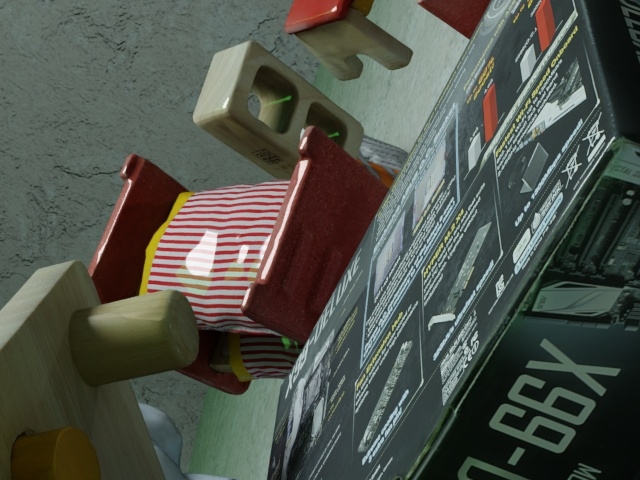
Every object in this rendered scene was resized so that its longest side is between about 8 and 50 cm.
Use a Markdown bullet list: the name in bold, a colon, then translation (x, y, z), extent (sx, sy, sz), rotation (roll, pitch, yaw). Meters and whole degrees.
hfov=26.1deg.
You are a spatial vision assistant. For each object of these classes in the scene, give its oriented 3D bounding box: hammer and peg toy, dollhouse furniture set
- **hammer and peg toy**: translation (-0.089, 0.211, 0.598), extent (0.266, 0.127, 0.361), rotation (-71, -35, -68)
- **dollhouse furniture set**: translation (0.004, -0.087, 0.906), extent (0.201, 0.152, 0.374), rotation (-7, 57, 48)

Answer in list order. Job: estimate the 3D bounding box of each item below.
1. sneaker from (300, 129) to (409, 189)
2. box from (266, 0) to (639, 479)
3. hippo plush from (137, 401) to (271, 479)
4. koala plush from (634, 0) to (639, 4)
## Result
- **sneaker**: translation (0.000, 0.000, 1.161), extent (0.321, 0.125, 0.180), rotation (-99, 27, -77)
- **box**: translation (0.062, 0.038, 0.565), extent (0.242, 0.077, 0.307), rotation (-83, 17, -59)
- **hippo plush**: translation (-0.096, 0.220, 0.881), extent (0.294, 0.237, 0.234), rotation (-107, 34, -80)
- **koala plush**: translation (0.115, -0.089, 0.290), extent (0.196, 0.203, 0.221), rotation (-56, 35, 30)
